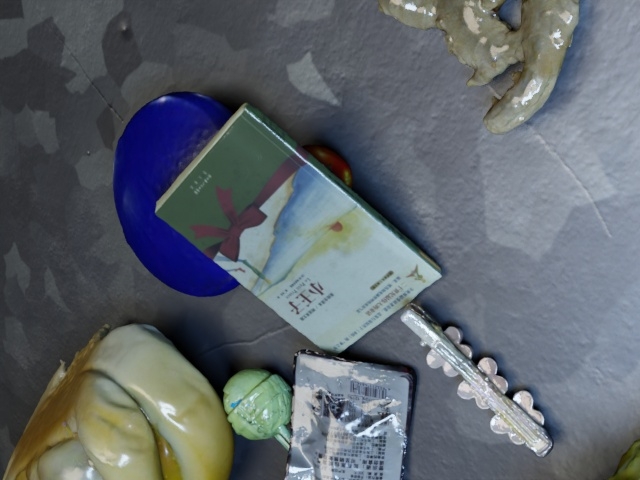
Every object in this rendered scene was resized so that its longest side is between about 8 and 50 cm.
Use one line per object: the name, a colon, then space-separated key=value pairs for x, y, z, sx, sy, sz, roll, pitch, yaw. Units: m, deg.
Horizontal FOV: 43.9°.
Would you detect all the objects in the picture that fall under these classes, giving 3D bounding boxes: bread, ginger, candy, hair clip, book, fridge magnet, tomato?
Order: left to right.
bread: x=-0.317 y=0.296 z=1.141 sx=0.424 sy=0.245 sz=0.329 roll=-37 pitch=77 yaw=42
fridge magnet: x=-0.164 y=-0.058 z=1.026 sx=0.265 sy=0.112 sz=0.266 roll=11 pitch=109 yaw=35
book: x=-0.030 y=-0.002 z=0.908 sx=0.289 sy=0.026 sz=0.201 roll=39 pitch=126 yaw=-12
tomato: x=-0.008 y=-0.069 z=0.927 sx=0.075 sy=0.087 sz=0.087 roll=-157 pitch=57 yaw=-78
candy: x=-0.003 y=0.301 z=1.024 sx=0.093 sy=0.092 sz=0.335 roll=-42 pitch=80 yaw=-3
ginger: x=0.151 y=-0.237 z=0.783 sx=0.149 sy=0.065 sz=0.259 roll=-45 pitch=67 yaw=22
hair clip: x=0.168 y=0.148 z=0.867 sx=0.214 sy=0.056 sz=0.062 roll=44 pitch=107 yaw=11

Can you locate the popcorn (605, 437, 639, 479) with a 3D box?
popcorn: x=0.321 y=0.314 z=0.689 sx=0.225 sy=0.276 sz=0.277 roll=-151 pitch=56 yaw=-71

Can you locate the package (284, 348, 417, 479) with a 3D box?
package: x=0.029 y=0.257 z=0.968 sx=0.154 sy=0.030 sz=0.239 roll=8 pitch=97 yaw=14
